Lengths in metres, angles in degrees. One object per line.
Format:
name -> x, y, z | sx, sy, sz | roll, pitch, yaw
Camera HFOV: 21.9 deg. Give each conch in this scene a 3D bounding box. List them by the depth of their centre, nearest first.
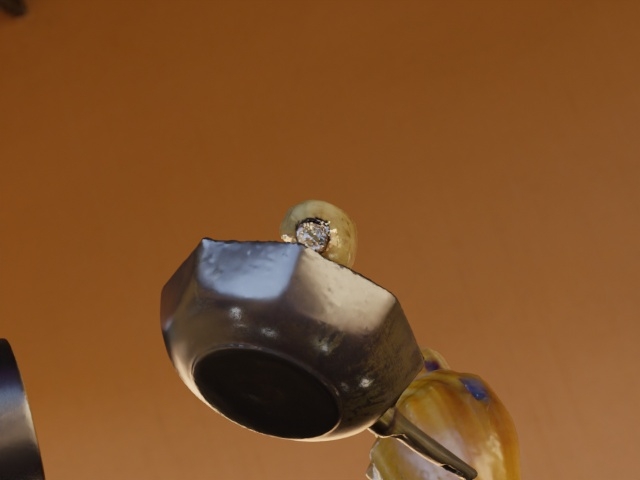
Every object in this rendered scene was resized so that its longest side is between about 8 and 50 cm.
conch -> 0.107, 0.165, 1.150 | 0.109, 0.330, 0.093 | 13, -63, -38

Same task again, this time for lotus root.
lotus root -> 0.000, 0.000, 1.353 | 0.063, 0.072, 0.152 | -31, 3, 1

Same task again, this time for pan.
pan -> 0.013, 0.074, 0.813 | 0.202, 0.048, 0.128 | 27, -35, -11

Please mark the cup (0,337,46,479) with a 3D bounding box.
cup -> -0.309, 0.171, 1.240 | 0.177, 0.166, 0.239 | -13, -20, -17
